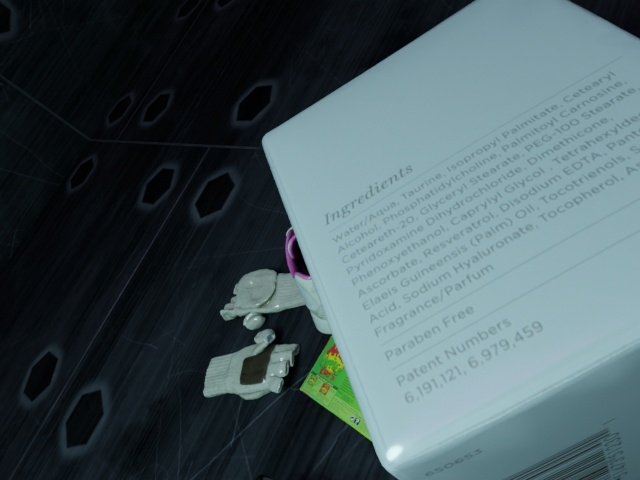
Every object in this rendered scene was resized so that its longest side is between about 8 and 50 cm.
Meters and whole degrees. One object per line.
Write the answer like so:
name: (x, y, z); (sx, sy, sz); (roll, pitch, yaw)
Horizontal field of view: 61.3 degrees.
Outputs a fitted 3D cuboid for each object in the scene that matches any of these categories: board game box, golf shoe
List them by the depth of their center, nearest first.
board game box: (0.062, 0.212, 0.745); (0.181, 0.043, 0.092); (21, 75, 46)
golf shoe: (0.000, 0.000, 0.868); (0.115, 0.140, 0.306); (-27, 39, 10)

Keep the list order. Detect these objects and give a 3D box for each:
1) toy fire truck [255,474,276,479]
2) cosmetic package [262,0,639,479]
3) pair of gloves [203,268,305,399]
toy fire truck: (0.008, 0.376, 0.597); (0.246, 0.217, 0.158); (31, 80, 6)
cosmetic package: (0.189, 0.021, 0.536); (0.327, 0.329, 0.394); (-31, 44, 8)
pair of gloves: (-0.111, 0.153, 0.938); (0.204, 0.042, 0.240); (-10, 54, 36)
